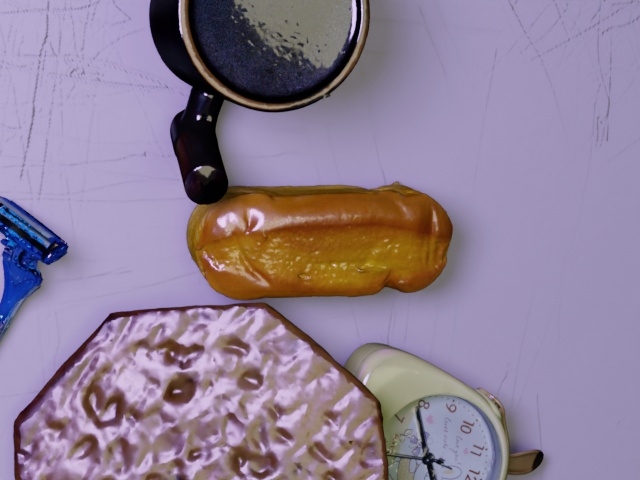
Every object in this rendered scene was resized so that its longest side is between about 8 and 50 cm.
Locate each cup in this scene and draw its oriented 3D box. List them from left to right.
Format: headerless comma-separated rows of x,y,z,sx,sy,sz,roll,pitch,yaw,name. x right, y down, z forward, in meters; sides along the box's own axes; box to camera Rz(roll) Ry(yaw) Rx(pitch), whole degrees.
-0.088,-0.169,1.561,0.166,0.177,0.239,43,82,-18,cup

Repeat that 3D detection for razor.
-0.330,0.121,1.581,0.324,0.093,0.056,-57,143,-2,razor

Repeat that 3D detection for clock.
0.107,0.210,1.719,0.232,0.069,0.170,25,87,-20,clock

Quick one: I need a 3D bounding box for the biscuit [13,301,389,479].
-0.106,0.224,1.613,0.359,0.046,0.359,0,85,-1,biscuit

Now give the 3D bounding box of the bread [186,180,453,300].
0.000,0.000,1.652,0.245,0.094,0.102,0,101,-18,bread
